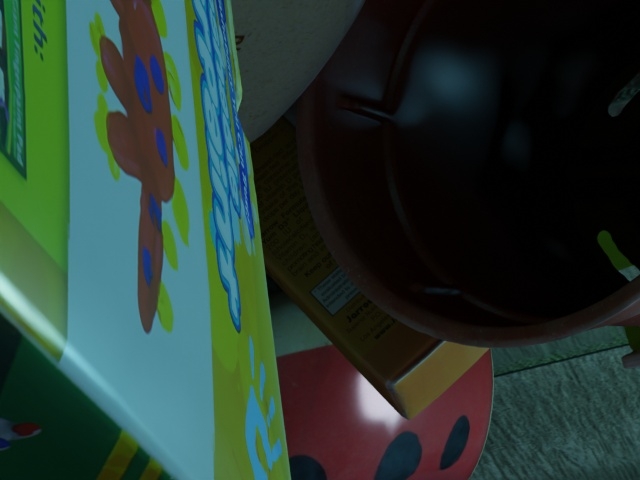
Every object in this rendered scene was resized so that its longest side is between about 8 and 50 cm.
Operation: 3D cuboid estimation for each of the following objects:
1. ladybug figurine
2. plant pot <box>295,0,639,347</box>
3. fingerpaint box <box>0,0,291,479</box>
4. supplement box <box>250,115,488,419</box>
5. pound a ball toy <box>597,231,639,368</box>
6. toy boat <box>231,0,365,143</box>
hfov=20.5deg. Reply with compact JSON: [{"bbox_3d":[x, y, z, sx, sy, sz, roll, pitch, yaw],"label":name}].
[{"bbox_3d":[-0.010,0.154,1.387,0.305,0.162,0.449,-42,158,28],"label":"ladybug figurine"},{"bbox_3d":[0.172,-0.060,1.023,0.272,0.272,0.265,-24,158,30],"label":"plant pot"},{"bbox_3d":[-0.143,-0.133,0.521,0.163,0.444,0.371,-11,155,8],"label":"fingerpaint box"},{"bbox_3d":[0.000,0.000,1.101,0.080,0.233,0.078,-43,156,-7],"label":"supplement box"},{"bbox_3d":[0.333,-0.045,1.235,0.136,0.208,0.319,-18,179,-41],"label":"pound a ball toy"},{"bbox_3d":[-0.127,-0.149,0.871,0.318,0.148,0.267,-2,150,-28],"label":"toy boat"}]
